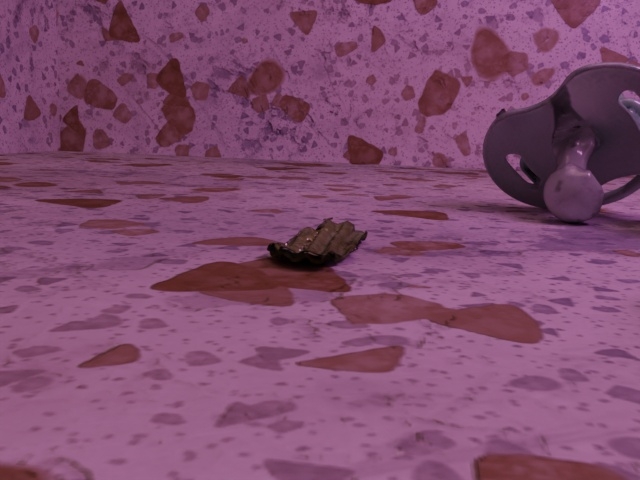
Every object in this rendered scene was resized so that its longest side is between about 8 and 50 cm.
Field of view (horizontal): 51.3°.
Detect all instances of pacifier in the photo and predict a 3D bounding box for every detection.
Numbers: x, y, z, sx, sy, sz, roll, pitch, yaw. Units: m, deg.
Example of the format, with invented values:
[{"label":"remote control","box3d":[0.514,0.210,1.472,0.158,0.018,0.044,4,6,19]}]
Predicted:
[{"label":"pacifier","box3d":[0.445,-0.127,1.141,0.343,0.288,0.269,-31,27,45]}]

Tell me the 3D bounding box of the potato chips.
[{"label":"potato chips","box3d":[0.000,-0.001,0.753,0.092,0.028,0.207,6,12,12]}]
